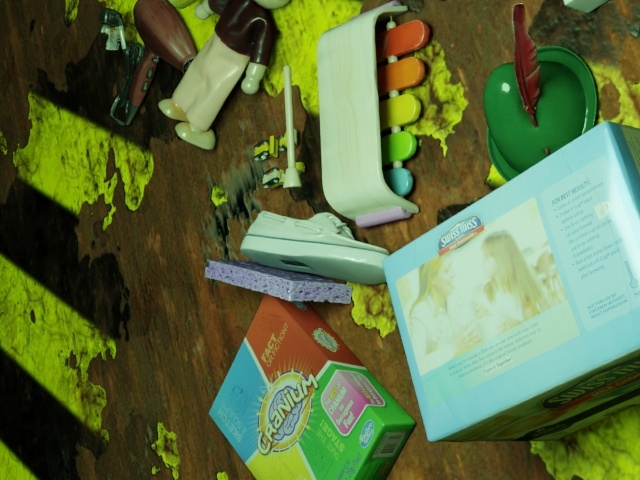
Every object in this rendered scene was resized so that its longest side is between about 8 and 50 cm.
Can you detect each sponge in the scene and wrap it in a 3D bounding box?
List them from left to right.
[{"bbox_3d":[-0.064,0.059,1.768,0.210,0.117,0.031,12,96,49],"label":"sponge"}]

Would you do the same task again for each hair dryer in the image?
[{"bbox_3d":[-0.297,-0.325,2.134,0.293,0.080,0.224,4,104,54],"label":"hair dryer"}]

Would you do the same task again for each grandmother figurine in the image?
[{"bbox_3d":[-0.138,-0.323,1.920,0.208,0.104,0.342,50,119,21],"label":"grandmother figurine"}]

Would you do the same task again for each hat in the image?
[{"bbox_3d":[0.212,-0.171,1.430,0.173,0.183,0.209,21,101,48],"label":"hat"}]

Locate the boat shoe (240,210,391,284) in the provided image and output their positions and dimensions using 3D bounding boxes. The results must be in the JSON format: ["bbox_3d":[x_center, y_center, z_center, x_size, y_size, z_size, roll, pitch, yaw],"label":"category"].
[{"bbox_3d":[0.000,0.000,1.709,0.258,0.095,0.084,10,70,30],"label":"boat shoe"}]

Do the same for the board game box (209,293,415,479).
[{"bbox_3d":[-0.023,0.259,1.737,0.316,0.064,0.242,45,119,41],"label":"board game box"}]

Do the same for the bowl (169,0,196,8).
[{"bbox_3d":[-0.210,-0.532,1.909,0.156,0.289,0.290,-20,67,9],"label":"bowl"}]

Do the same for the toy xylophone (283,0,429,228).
[{"bbox_3d":[0.046,-0.180,1.697,0.236,0.081,0.323,0,85,49],"label":"toy xylophone"}]

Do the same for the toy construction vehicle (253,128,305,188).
[{"bbox_3d":[-0.062,-0.126,1.856,0.098,0.035,0.086,-28,54,41],"label":"toy construction vehicle"}]

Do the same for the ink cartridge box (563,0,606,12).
[{"bbox_3d":[0.324,-0.350,1.424,0.088,0.052,0.123,-29,66,43],"label":"ink cartridge box"}]

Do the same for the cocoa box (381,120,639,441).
[{"bbox_3d":[0.277,0.060,1.295,0.347,0.227,0.232,-34,61,41],"label":"cocoa box"}]
